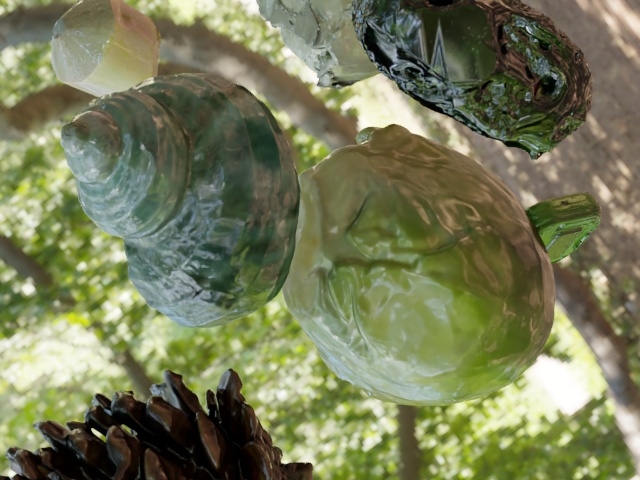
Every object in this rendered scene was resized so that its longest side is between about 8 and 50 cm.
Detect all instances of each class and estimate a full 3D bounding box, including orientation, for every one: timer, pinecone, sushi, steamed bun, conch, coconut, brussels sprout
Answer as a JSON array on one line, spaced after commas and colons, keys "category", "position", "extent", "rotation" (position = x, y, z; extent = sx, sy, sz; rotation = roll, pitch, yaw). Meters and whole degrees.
[{"category": "timer", "position": [0.284, -0.007, 1.568], "extent": [0.047, 0.128, 0.140], "rotation": [66, 150, 23]}, {"category": "pinecone", "position": [-0.136, 0.225, 1.018], "extent": [0.224, 0.272, 0.224], "rotation": [163, 90, -79]}, {"category": "sushi", "position": [0.134, -0.164, 1.091], "extent": [0.225, 0.124, 0.127], "rotation": [30, -166, -17]}, {"category": "steamed bun", "position": [0.071, -0.377, 1.479], "extent": [0.237, 0.347, 0.394], "rotation": [79, -157, -44]}, {"category": "conch", "position": [-0.130, -0.050, 1.145], "extent": [0.195, 0.220, 0.277], "rotation": [36, -179, 43]}, {"category": "coconut", "position": [-0.314, -0.277, 1.780], "extent": [0.153, 0.147, 0.147], "rotation": [25, -159, -44]}, {"category": "brussels sprout", "position": [0.103, 0.038, 1.387], "extent": [0.344, 0.268, 0.344], "rotation": [26, -147, -19]}]
